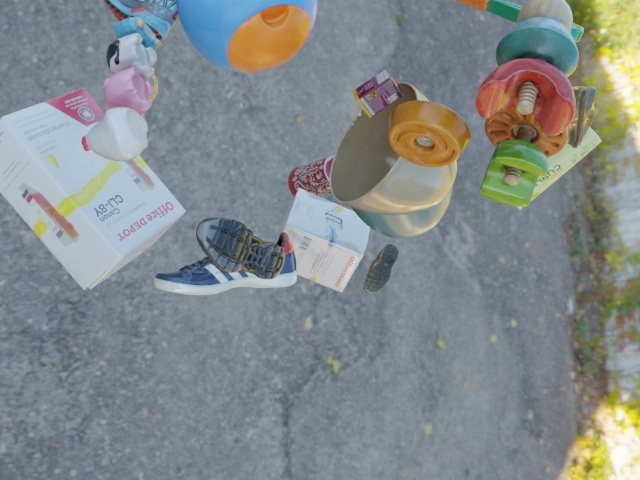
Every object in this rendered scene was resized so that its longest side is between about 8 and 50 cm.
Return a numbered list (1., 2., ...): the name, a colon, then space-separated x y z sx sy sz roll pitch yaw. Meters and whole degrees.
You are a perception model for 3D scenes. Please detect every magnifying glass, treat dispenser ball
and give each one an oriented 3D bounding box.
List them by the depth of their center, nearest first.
1. magnifying glass: 0.270 -0.338 1.046 0.092 0.230 0.026 -30 141 -56
2. treat dispenser ball: -0.148 -0.488 1.461 0.288 0.288 0.289 18 67 -49

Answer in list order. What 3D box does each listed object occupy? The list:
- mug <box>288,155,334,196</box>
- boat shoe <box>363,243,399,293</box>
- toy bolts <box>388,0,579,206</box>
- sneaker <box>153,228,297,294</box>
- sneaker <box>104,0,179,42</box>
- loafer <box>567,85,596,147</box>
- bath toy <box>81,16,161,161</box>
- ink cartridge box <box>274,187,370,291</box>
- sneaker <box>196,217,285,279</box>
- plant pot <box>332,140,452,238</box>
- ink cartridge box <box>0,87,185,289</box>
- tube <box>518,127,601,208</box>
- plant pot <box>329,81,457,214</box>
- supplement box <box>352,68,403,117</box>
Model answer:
1. mug: 0.010 -0.190 2.125 0.150 0.169 0.113 -18 90 -37
2. boat shoe: 0.177 0.091 2.150 0.064 0.060 0.178 35 61 -7
3. toy bolts: 0.208 -0.181 0.843 0.228 0.218 0.159 103 7 -64
4. sneaker: -0.229 0.045 1.733 0.349 0.131 0.148 -5 97 -21
5. sneaker: -0.422 -0.565 1.723 0.125 0.261 0.104 -47 150 -10
6. loafer: 0.397 -0.198 1.120 0.056 0.050 0.148 -58 157 -15
7. bath toy: -0.394 -0.287 1.434 0.151 0.128 0.349 55 25 -46
8. ink cartridge box: 0.000 0.000 2.027 0.232 0.171 0.168 23 43 -6
9. sneaker: -0.180 0.017 1.456 0.267 0.106 0.101 35 77 -57
10. plant pot: 0.200 -0.140 1.806 0.235 0.292 0.293 60 36 -55
11. ink cartridge box: -0.535 -0.123 1.633 0.385 0.160 0.279 51 32 -6
12. tube: 0.529 -0.164 1.639 0.070 0.240 0.062 43 20 -10
13. plant pot: 0.180 -0.167 1.531 0.190 0.284 0.284 27 58 -26
14. supplement box: 0.115 -0.296 1.442 0.055 0.083 0.043 46 21 -38
